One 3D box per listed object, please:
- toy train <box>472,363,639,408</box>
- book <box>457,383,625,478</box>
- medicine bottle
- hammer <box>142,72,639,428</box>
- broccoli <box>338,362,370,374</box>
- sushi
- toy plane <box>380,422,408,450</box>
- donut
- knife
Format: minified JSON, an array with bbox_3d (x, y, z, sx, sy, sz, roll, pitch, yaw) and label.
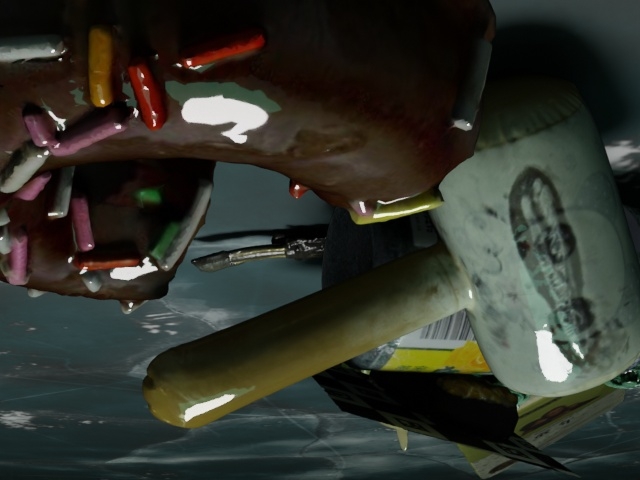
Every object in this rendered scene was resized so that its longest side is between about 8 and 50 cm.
[{"bbox_3d":[0.228,0.092,1.007,0.253,0.105,0.157,-13,143,28],"label":"toy train"},{"bbox_3d":[0.297,0.233,1.323,0.239,0.035,0.352,-30,156,2],"label":"book"},{"bbox_3d":[0.157,0.032,0.756,0.293,0.141,0.141,3,159,-17],"label":"medicine bottle"},{"bbox_3d":[0.040,0.039,0.596,0.305,0.202,0.113,-24,-161,-4],"label":"hammer"},{"bbox_3d":[0.065,0.095,0.951,0.130,0.120,0.131,37,173,-30],"label":"broccoli"},{"bbox_3d":[0.087,0.112,0.803,0.192,0.050,0.215,18,-179,-14],"label":"sushi"},{"bbox_3d":[0.183,0.236,1.387,0.244,0.092,0.229,-17,169,28],"label":"toy plane"},{"bbox_3d":[-0.102,-0.066,0.490,0.345,0.136,0.259,-21,155,38],"label":"donut"},{"bbox_3d":[0.002,0.003,0.833,0.222,0.021,0.045,-10,153,10],"label":"knife"}]
